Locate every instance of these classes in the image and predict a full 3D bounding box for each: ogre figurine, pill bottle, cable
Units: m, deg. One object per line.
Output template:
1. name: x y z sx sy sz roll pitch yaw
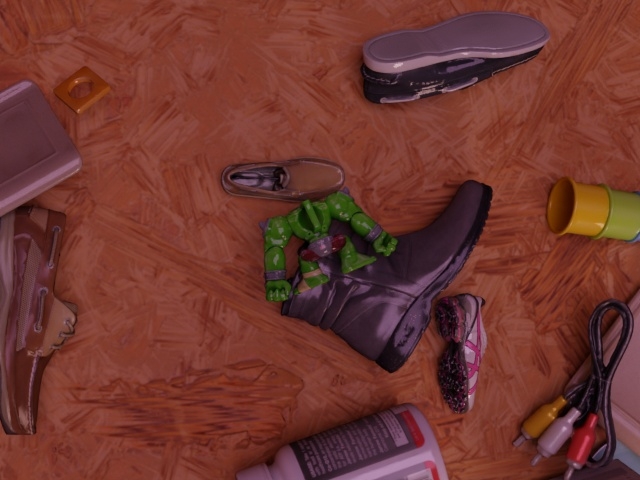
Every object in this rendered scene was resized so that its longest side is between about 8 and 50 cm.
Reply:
1. ogre figurine: 0.000 0.000 1.404 0.197 0.097 0.118 -23 89 10
2. pill bottle: 0.029 0.354 1.434 0.283 0.161 0.161 -17 92 -11
3. cable: 0.418 0.235 1.516 0.139 0.072 0.287 32 104 28

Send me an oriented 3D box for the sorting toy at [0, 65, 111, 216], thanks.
1. sorting toy: -0.441 -0.118 1.386 0.347 0.047 0.196 -31 58 -9

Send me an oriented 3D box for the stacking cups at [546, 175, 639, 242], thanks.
1. stacking cups: 0.524 -0.037 1.586 0.316 0.096 0.096 7 87 -16

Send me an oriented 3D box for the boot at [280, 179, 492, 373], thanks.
1. boot: 0.099 0.008 1.487 0.222 0.118 0.338 32 75 1

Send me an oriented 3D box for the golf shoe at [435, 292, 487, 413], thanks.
1. golf shoe: 0.228 0.174 1.524 0.086 0.067 0.186 -6 97 -30

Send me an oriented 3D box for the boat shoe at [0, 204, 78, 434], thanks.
1. boat shoe: -0.399 0.107 1.380 0.119 0.122 0.324 -1 89 -16

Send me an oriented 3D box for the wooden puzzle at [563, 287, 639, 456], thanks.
1. wooden puzzle: 0.542 0.220 1.582 0.221 0.044 0.239 38 87 7

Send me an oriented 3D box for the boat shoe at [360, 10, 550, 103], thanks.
1. boat shoe: 0.205 -0.280 1.522 0.302 0.091 0.114 -9 46 -10

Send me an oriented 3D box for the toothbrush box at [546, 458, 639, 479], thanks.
1. toothbrush box: 0.417 0.508 1.510 0.206 0.122 0.283 -16 96 -4

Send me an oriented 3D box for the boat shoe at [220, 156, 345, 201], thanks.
1. boat shoe: -0.051 -0.090 1.474 0.190 0.072 0.068 -6 90 -11

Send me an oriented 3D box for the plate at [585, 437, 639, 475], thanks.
1. plate: 0.502 0.404 1.595 0.188 0.024 0.188 0 89 -10
